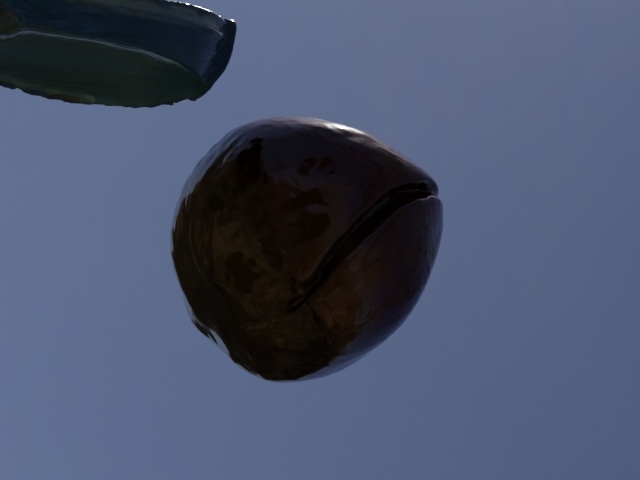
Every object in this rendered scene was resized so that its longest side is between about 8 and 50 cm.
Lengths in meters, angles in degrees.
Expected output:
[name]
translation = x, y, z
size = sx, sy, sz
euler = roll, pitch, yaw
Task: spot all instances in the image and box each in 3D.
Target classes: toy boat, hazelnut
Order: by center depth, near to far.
[toy boat]
translation = -0.148, -0.154, 1.012
size = 0.088, 0.215, 0.102
euler = -32, -122, 47
[hazelnut]
translation = 0.000, 0.000, 1.112
size = 0.208, 0.208, 0.208
euler = 33, -38, 31
